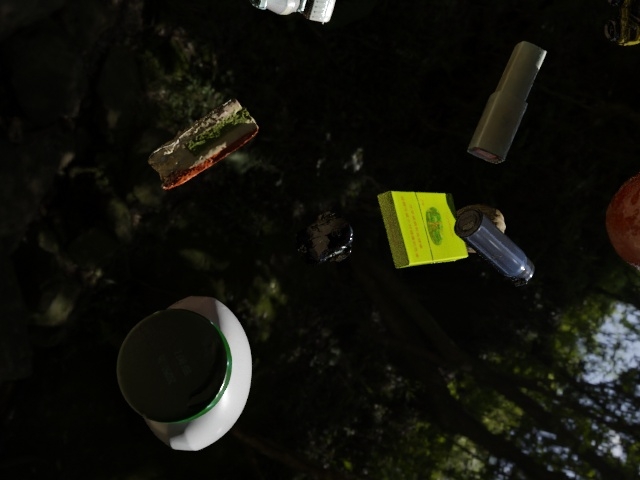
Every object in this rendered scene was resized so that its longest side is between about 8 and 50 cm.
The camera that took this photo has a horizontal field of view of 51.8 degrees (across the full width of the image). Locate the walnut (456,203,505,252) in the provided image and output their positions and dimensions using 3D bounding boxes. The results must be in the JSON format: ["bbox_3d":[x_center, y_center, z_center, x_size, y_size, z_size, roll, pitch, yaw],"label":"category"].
[{"bbox_3d":[0.444,-0.035,1.884,0.140,0.162,0.140,1,90,-85],"label":"walnut"}]

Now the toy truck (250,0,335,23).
[{"bbox_3d":[-0.082,-0.671,1.826,0.140,0.257,0.108,-119,-141,-47],"label":"toy truck"}]

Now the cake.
[{"bbox_3d":[-0.236,-0.173,1.253,0.220,0.086,0.116,-20,-154,34],"label":"cake"}]

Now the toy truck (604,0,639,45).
[{"bbox_3d":[0.992,-0.713,2.048,0.165,0.147,0.224,-112,-168,-57],"label":"toy truck"}]

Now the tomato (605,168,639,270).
[{"bbox_3d":[0.780,-0.041,1.451,0.265,0.265,0.265,-165,-90,-89],"label":"tomato"}]

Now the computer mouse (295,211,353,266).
[{"bbox_3d":[0.000,0.000,1.891,0.242,0.077,0.146,-31,-105,47],"label":"computer mouse"}]

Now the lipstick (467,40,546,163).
[{"bbox_3d":[0.400,-0.295,1.413,0.079,0.077,0.253,162,-49,-85],"label":"lipstick"}]

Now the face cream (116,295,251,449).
[{"bbox_3d":[-0.259,0.271,1.364,0.357,0.219,0.312,81,13,-74],"label":"face cream"}]

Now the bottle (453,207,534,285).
[{"bbox_3d":[0.390,0.016,1.461,0.072,0.244,0.082,-22,-135,38],"label":"bottle"}]

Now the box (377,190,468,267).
[{"bbox_3d":[0.271,-0.033,1.693,0.335,0.047,0.187,-4,78,-53],"label":"box"}]
